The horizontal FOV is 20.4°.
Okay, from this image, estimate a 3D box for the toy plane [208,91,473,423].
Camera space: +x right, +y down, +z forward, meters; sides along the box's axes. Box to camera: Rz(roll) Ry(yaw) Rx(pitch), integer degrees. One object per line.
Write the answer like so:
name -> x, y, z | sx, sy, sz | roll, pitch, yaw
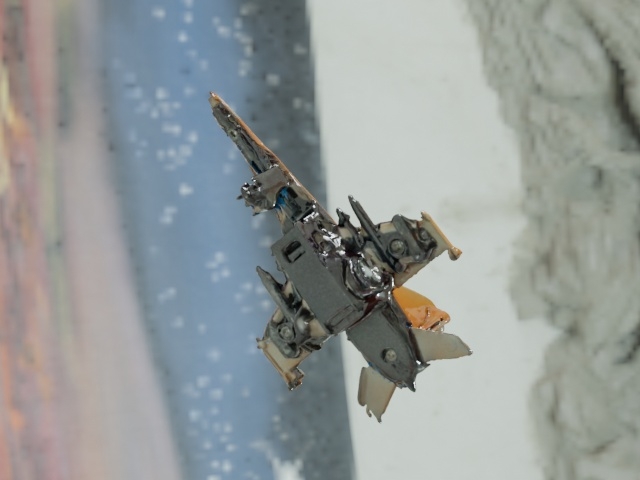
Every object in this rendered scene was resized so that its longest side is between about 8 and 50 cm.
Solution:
toy plane -> -0.005, 0.004, 0.910 | 0.135, 0.062, 0.188 | -37, -83, 32
